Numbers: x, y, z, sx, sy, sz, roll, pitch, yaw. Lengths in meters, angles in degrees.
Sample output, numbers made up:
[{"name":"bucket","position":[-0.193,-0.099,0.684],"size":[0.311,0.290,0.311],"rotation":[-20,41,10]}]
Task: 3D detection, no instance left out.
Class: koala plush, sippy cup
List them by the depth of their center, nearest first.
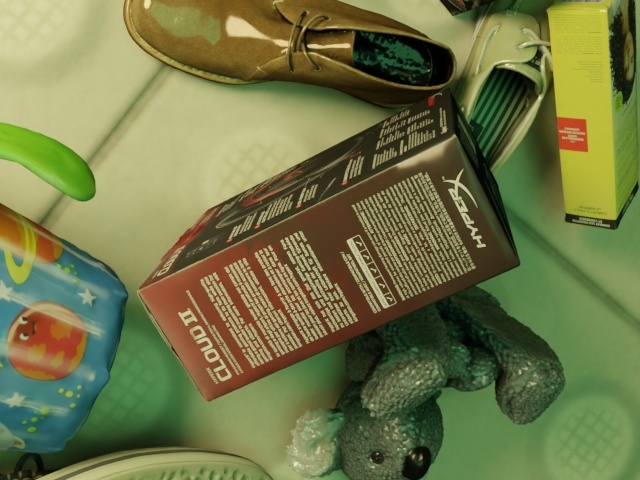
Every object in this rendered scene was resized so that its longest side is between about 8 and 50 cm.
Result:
[{"name":"sippy cup","position":[-0.289,0.064,0.691],"size":[0.224,0.305,0.240],"rotation":[26,60,-28]},{"name":"koala plush","position":[0.080,0.150,0.838],"size":[0.196,0.203,0.221],"rotation":[8,116,-28]}]

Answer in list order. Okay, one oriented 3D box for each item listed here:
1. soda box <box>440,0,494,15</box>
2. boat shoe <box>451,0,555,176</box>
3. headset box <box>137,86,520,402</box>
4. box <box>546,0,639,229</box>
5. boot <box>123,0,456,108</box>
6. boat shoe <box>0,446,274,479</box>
[{"name":"soda box","position":[0.155,-0.253,0.787],"size":[0.060,0.169,0.053],"rotation":[-45,104,-6]},{"name":"boat shoe","position":[0.193,-0.164,0.848],"size":[0.109,0.094,0.302],"rotation":[27,90,-17]},{"name":"headset box","position":[0.000,0.000,0.716],"size":[0.293,0.218,0.110],"rotation":[-26,103,14]},{"name":"box","position":[0.268,-0.129,0.835],"size":[0.087,0.058,0.232],"rotation":[-48,136,-39]},{"name":"boot","position":[-0.021,-0.187,0.778],"size":[0.305,0.115,0.112],"rotation":[9,97,-15]},{"name":"boat shoe","position":[-0.263,0.280,0.747],"size":[0.500,0.156,0.186],"rotation":[-8,99,-32]}]
